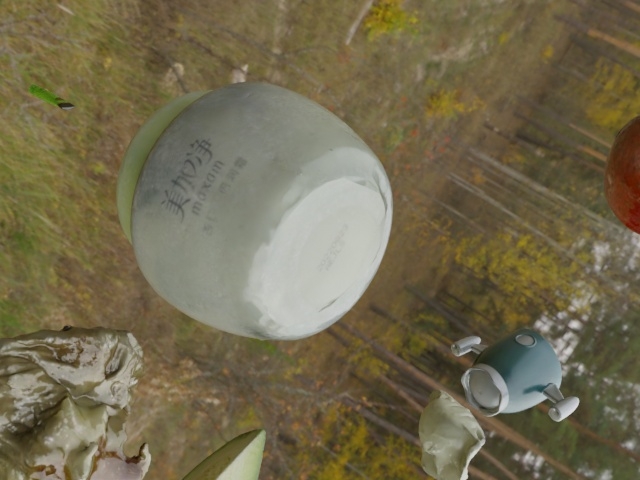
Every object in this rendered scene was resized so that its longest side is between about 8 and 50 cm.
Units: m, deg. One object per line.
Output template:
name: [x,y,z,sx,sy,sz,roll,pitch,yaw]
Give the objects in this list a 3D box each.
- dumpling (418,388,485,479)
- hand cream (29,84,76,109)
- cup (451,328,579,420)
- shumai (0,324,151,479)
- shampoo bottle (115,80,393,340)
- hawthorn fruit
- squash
dumpling: [0.220,0.355,1.237,0.100,0.169,0.134,6,114,-42]
hand cream: [-0.574,-0.302,1.480,0.036,0.122,0.023,-21,133,-54]
cup: [0.400,0.293,1.494,0.173,0.299,0.167,-16,121,-33]
shumai: [-0.364,0.275,0.898,0.314,0.262,0.267,-6,150,-23]
shampoo bottle: [-0.079,-0.036,0.903,0.322,0.317,0.322,-33,137,-37]
hawthorn fruit: [0.470,-0.089,0.944,0.173,0.173,0.173,-53,167,-18]
squash: [-0.229,0.450,1.199,0.111,0.203,0.289,-18,-126,51]
